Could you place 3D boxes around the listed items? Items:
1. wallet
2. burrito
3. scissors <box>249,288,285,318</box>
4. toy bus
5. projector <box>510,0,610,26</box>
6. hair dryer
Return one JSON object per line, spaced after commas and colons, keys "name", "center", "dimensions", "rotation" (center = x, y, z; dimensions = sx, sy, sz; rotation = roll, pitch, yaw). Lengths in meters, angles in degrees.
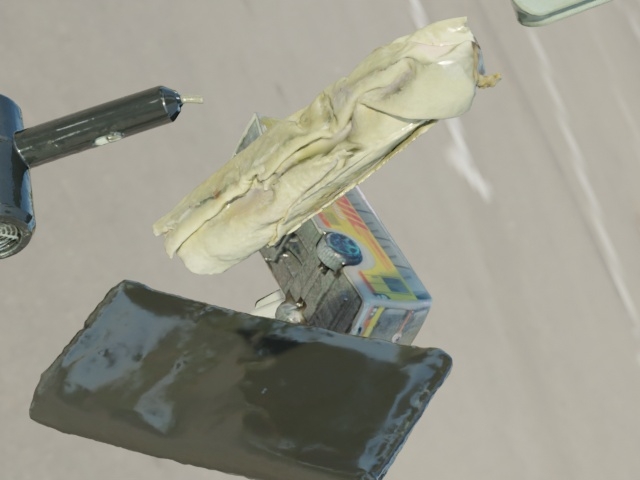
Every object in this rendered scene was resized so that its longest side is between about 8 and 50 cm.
{"name": "wallet", "center": [-0.060, 0.102, 1.245], "dimensions": [0.146, 0.285, 0.030], "rotation": [-55, 143, -38]}
{"name": "burrito", "center": [-0.001, -0.039, 0.779], "dimensions": [0.041, 0.185, 0.045], "rotation": [20, 46, -40]}
{"name": "scissors", "center": [-0.012, 0.065, 2.281], "dimensions": [0.101, 0.204, 0.027], "rotation": [60, 37, -14]}
{"name": "toy bus", "center": [0.000, 0.000, 1.533], "dimensions": [0.106, 0.092, 0.268], "rotation": [8, 34, -34]}
{"name": "projector", "center": [0.197, -0.250, 1.176], "dimensions": [0.250, 0.198, 0.108], "rotation": [-88, 157, -66]}
{"name": "hair dryer", "center": [-0.193, -0.072, 1.393], "dimensions": [0.071, 0.219, 0.124], "rotation": [65, 8, -57]}
